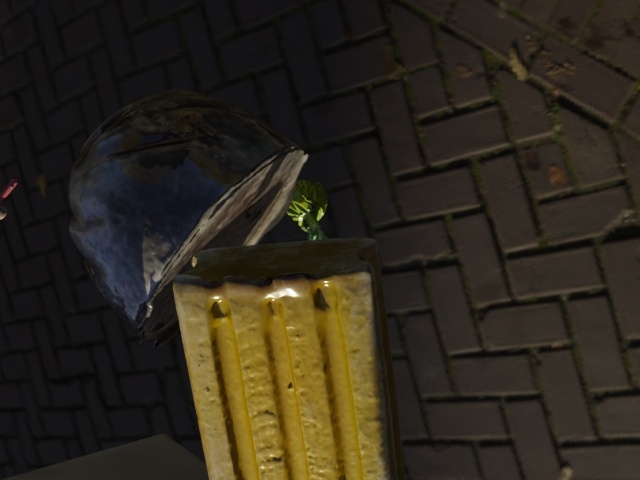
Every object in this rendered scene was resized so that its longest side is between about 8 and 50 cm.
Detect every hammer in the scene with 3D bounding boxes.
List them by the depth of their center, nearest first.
[{"bbox_3d":[-0.590,-0.081,1.798,0.083,0.052,0.031,-50,38,2],"label":"hammer"}]

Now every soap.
[{"bbox_3d":[-0.015,0.119,0.707,0.140,0.073,0.232,-4,109,12],"label":"soap"}]

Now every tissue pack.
[{"bbox_3d":[-0.240,0.345,1.115,0.136,0.246,0.159,22,109,41],"label":"tissue pack"}]

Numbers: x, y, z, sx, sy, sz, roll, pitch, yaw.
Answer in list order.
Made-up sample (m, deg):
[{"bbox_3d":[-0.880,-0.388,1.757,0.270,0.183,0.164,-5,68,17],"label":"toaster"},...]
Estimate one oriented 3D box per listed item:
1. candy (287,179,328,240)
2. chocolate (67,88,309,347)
[{"bbox_3d":[-0.003,0.001,1.632,0.073,0.077,0.262,-41,48,26],"label":"candy"},{"bbox_3d":[-0.184,-0.053,1.131,0.213,0.303,0.303,40,126,10],"label":"chocolate"}]
